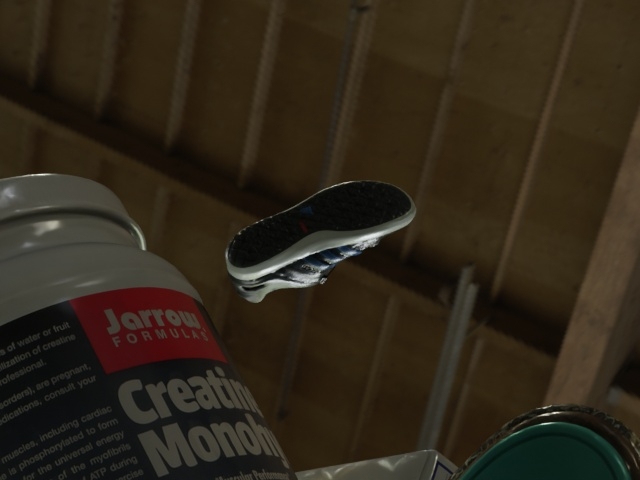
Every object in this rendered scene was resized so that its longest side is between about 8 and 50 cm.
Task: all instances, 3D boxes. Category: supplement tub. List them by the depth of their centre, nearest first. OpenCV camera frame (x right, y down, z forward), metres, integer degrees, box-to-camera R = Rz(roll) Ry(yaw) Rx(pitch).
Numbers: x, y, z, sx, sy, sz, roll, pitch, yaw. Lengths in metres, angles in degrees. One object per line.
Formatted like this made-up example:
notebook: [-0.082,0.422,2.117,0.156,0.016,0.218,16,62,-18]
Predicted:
supplement tub: [-0.113,0.124,0.659,0.191,0.191,0.272,-50,-120,38]

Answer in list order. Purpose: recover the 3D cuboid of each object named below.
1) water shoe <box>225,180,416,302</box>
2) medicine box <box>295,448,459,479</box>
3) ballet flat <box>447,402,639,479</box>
water shoe: [0.000,0.000,1.419,0.080,0.203,0.073,82,-12,-52]
medicine box: [0.086,0.345,1.301,0.289,0.149,0.263,42,-38,-25]
ballet flat: [0.089,0.330,0.844,0.164,0.182,0.482,22,-91,33]
